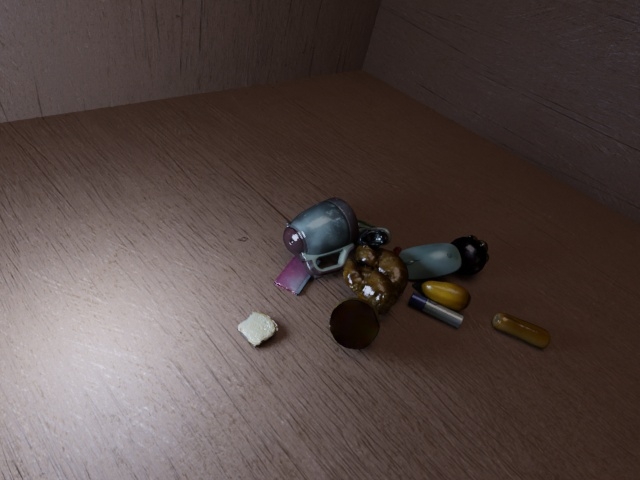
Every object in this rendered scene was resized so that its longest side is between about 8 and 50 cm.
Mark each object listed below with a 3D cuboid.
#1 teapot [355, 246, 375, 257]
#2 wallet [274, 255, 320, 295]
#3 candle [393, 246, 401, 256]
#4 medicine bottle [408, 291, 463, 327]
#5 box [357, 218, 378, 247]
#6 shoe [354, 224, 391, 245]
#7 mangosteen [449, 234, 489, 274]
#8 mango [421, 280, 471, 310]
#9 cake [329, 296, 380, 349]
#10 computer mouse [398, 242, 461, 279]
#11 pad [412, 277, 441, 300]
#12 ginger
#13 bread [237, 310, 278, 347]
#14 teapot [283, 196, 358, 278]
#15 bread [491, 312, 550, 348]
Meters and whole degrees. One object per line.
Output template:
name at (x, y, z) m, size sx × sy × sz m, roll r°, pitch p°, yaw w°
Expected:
teapot at (0.217, 0.063, 1.974) m, size 0.098 × 0.078 × 0.129 m, roll 36°, pitch 44°, yaw 23°
wallet at (-0.098, 0.138, 1.827) m, size 0.119 × 0.025 × 0.232 m, roll 26°, pitch 41°, yaw 10°
candle at (0.354, 0.089, 2.014) m, size 0.048 × 0.053 × 0.162 m, roll 16°, pitch 42°, yaw 8°
medicine bottle at (0.496, 0.299, 1.813) m, size 0.230 × 0.059 × 0.059 m, roll 26°, pitch 41°, yaw 10°
box at (0.149, -0.068, 2.075) m, size 0.345 × 0.097 × 0.134 m, roll 24°, pitch 13°, yaw 10°
shoe at (0.209, -0.018, 1.937) m, size 0.227 × 0.099 × 0.112 m, roll 2°, pitch 10°, yaw 16°
mangosteen at (0.733, 0.065, 2.051) m, size 0.230 × 0.194 × 0.194 m, roll -23°, pitch 50°, yaw -10°
mango at (0.545, 0.233, 1.841) m, size 0.219 × 0.145 × 0.112 m, roll 21°, pitch 75°, yaw 5°
cake at (0.141, 0.313, 1.608) m, size 0.207 × 0.185 × 0.178 m, roll 10°, pitch -1°, yaw 21°
computer mouse at (0.510, 0.093, 1.953) m, size 0.288 × 0.097 × 0.160 m, roll -6°, pitch 72°, yaw -3°
pad at (0.508, 0.217, 1.953) m, size 0.157 × 0.003 × 0.112 m, roll -23°, pitch 53°, yaw -36°
ginger at (0.242, 0.149, 1.825) m, size 0.274 × 0.152 × 0.357 m, roll 32°, pitch 44°, yaw 14°
bread at (-0.235, 0.329, 1.555) m, size 0.129 × 0.044 × 0.126 m, roll 40°, pitch 53°, yaw 21°
teapot at (0.000, 0.000, 1.861) m, size 0.312 × 0.233 × 0.315 m, roll -25°, pitch 82°, yaw -31°
bread at (0.874, 0.384, 1.831) m, size 0.239 × 0.074 × 0.093 m, roll 22°, pitch 46°, yaw 8°
